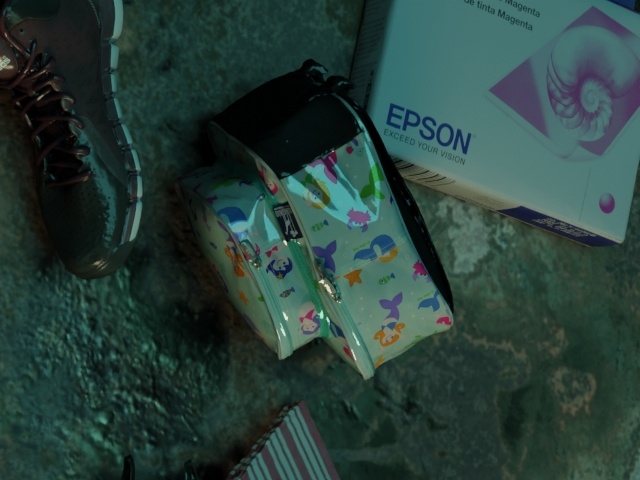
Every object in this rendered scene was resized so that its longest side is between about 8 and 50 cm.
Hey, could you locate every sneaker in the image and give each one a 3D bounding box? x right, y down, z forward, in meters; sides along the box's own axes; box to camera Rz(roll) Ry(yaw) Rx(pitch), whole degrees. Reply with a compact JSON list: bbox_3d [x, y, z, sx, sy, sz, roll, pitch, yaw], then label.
[{"bbox_3d":[-0.239,-0.110,1.637,0.162,0.106,0.281,11,68,-57],"label":"sneaker"}]

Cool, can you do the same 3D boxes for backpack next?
[{"bbox_3d":[0.000,0.000,1.734,0.191,0.225,0.253,-36,110,-7],"label":"backpack"}]

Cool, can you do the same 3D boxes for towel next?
[{"bbox_3d":[-0.026,0.238,1.745,0.144,0.029,0.197,66,24,-10],"label":"towel"}]

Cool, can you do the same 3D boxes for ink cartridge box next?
[{"bbox_3d":[0.192,-0.194,1.961,0.324,0.071,0.330,18,77,-29],"label":"ink cartridge box"}]

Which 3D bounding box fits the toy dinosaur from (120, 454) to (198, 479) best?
[{"bbox_3d":[-0.136,0.308,1.684,0.322,0.164,0.218,-73,144,-57],"label":"toy dinosaur"}]
